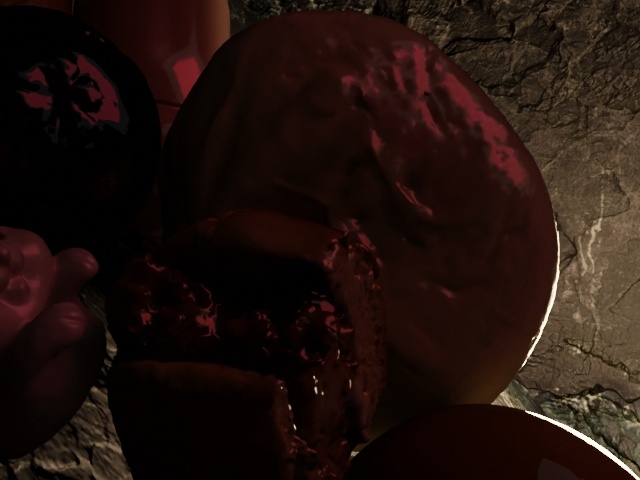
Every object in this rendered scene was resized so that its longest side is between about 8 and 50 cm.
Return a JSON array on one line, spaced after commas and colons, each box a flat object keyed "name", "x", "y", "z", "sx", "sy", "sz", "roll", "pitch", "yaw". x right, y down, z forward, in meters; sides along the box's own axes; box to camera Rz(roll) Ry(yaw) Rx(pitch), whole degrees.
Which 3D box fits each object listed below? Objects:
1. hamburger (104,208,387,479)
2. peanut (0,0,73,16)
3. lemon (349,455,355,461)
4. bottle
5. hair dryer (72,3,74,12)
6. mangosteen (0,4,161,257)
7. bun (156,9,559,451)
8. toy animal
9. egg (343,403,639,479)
[{"name": "hamburger", "x": -0.049, "y": 0.105, "z": 0.581, "sx": 0.245, "sy": 0.282, "sz": 0.155, "roll": 48, "pitch": 51, "yaw": -16}, {"name": "peanut", "x": -0.312, "y": -0.237, "z": 0.965, "sx": 0.108, "sy": 0.095, "sz": 0.226, "roll": 24, "pitch": 30, "yaw": -34}, {"name": "lemon", "x": 0.029, "y": 0.246, "z": 0.871, "sx": 0.110, "sy": 0.082, "sz": 0.082, "roll": 48, "pitch": 12, "yaw": -5}, {"name": "bottle", "x": -0.180, "y": -0.163, "z": 0.962, "sx": 0.206, "sy": 0.173, "sz": 0.296, "roll": 77, "pitch": 7, "yaw": -55}, {"name": "hair dryer", "x": -0.261, "y": -0.195, "z": 1.172, "sx": 0.183, "sy": 0.044, "sz": 0.155, "roll": 45, "pitch": 16, "yaw": -50}, {"name": "mangosteen", "x": -0.220, "y": -0.070, "z": 0.674, "sx": 0.194, "sy": 0.194, "sz": 0.230, "roll": 49, "pitch": -22, "yaw": -15}, {"name": "bun", "x": 0.000, "y": 0.000, "z": 0.747, "sx": 0.213, "sy": 0.361, "sz": 0.361, "roll": -25, "pitch": 76, "yaw": -49}, {"name": "toy animal", "x": -0.219, "y": 0.014, "z": 0.518, "sx": 0.221, "sy": 0.131, "sz": 0.103, "roll": 45, "pitch": 36, "yaw": -24}, {"name": "egg", "x": 0.125, "y": 0.284, "z": 0.625, "sx": 0.282, "sy": 0.283, "sz": 0.351, "roll": -54, "pitch": 124, "yaw": -77}]
